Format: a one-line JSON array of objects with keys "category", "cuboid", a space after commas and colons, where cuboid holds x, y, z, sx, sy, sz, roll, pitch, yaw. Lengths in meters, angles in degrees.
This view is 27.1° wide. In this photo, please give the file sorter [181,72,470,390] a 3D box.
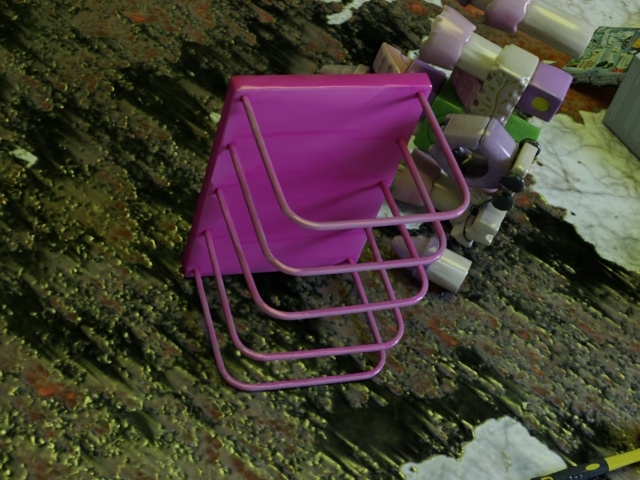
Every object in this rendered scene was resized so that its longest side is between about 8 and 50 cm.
[{"category": "file sorter", "cuboid": [0.000, 0.000, 1.321, 0.202, 0.291, 0.182, -4, 53, -21]}]

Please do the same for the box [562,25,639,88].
[{"category": "box", "cuboid": [0.405, -0.255, 1.835, 0.094, 0.027, 0.137, 9, 38, 34]}]

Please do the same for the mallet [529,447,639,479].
[{"category": "mallet", "cuboid": [0.307, 0.239, 1.376, 0.189, 0.039, 0.062, -19, 59, -25]}]

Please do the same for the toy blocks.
[{"category": "toy blocks", "cuboid": [0.110, -0.139, 1.488, 0.260, 0.288, 0.309, 28, 49, 2]}]

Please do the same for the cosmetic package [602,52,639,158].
[{"category": "cosmetic package", "cuboid": [0.490, -0.133, 1.710, 0.107, 0.127, 0.238, -23, 60, -32]}]
